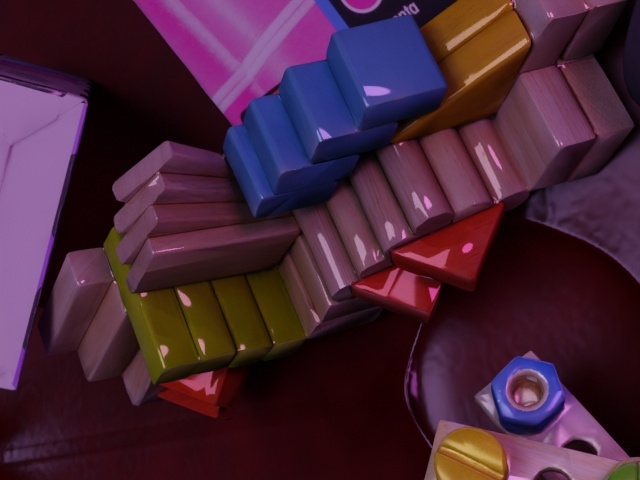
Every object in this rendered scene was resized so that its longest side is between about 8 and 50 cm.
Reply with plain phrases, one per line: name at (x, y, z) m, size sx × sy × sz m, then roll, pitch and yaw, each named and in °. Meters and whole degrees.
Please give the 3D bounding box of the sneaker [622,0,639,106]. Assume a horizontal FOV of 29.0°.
sneaker at (0.202, -0.148, 0.510) m, size 0.097 × 0.084 × 0.234 m, roll 19°, pitch 108°, yaw 28°

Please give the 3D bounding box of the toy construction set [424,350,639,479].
toy construction set at (0.171, 0.186, 0.467) m, size 0.328 × 0.151 × 0.215 m, roll 18°, pitch 72°, yaw 31°

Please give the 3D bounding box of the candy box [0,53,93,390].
candy box at (-0.189, -0.022, 0.738) m, size 0.196 × 0.070 × 0.165 m, roll -131°, pitch 56°, yaw -75°

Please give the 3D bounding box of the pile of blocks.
pile of blocks at (0.000, 0.000, 0.603) m, size 0.362 × 0.149 × 0.112 m, roll -37°, pitch 64°, yaw 29°

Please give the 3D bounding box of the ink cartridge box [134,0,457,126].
ink cartridge box at (-0.072, -0.235, 0.621) m, size 0.176 × 0.069 × 0.371 m, roll -33°, pitch 98°, yaw 31°
